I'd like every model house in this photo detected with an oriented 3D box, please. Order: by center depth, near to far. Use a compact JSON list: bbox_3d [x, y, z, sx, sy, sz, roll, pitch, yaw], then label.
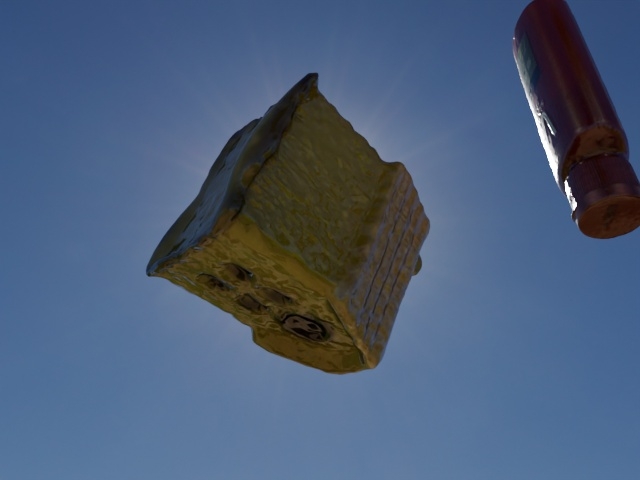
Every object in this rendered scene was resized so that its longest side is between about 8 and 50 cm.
[{"bbox_3d":[0.000,0.000,0.634,0.234,0.193,0.175,36,-37,-16],"label":"model house"}]

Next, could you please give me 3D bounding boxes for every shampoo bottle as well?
[{"bbox_3d":[0.286,-0.143,0.774,0.076,0.314,0.118,-4,-38,3],"label":"shampoo bottle"}]
